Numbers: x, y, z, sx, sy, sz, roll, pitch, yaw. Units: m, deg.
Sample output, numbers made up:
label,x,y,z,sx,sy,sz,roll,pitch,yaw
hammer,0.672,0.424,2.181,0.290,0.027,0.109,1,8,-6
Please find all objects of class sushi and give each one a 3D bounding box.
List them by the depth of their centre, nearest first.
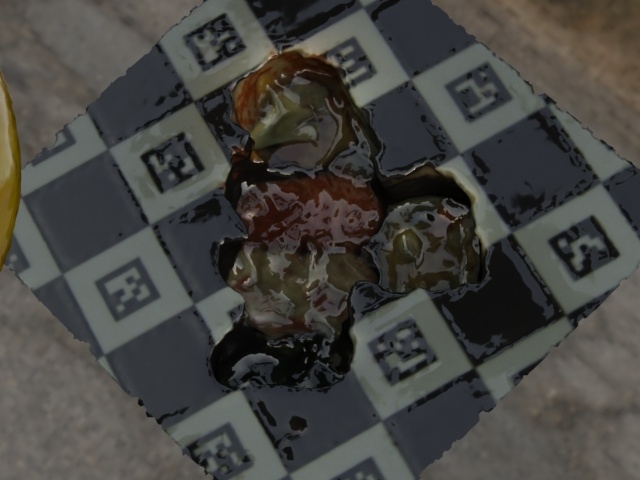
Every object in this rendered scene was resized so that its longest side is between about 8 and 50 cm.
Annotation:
label,x,y,z,sx,sy,sz,roll,pitch,yaw
sushi,0.000,0.000,1.111,0.339,0.320,0.069,42,-11,21

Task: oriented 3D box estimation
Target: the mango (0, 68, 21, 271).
label,x,y,z,sx,sy,sz,roll,pitch,yaw
mango,-0.252,-0.053,0.603,0.365,0.253,0.182,17,8,24
